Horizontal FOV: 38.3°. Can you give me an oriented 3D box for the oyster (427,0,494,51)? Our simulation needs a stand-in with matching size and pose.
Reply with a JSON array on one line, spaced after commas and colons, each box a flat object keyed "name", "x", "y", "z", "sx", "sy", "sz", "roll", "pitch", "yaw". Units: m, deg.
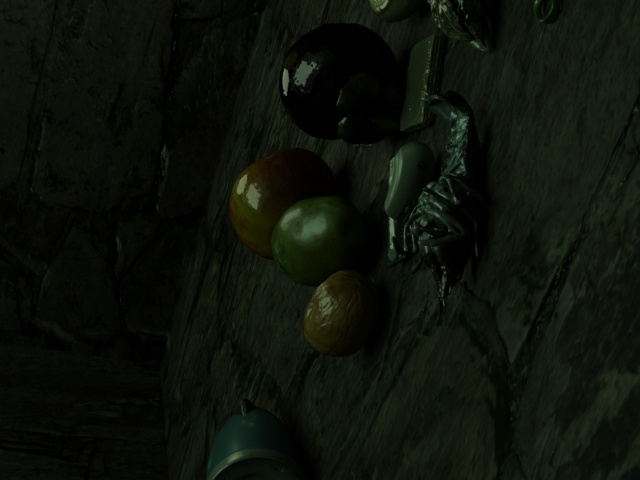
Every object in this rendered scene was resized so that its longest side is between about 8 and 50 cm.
[{"name": "oyster", "x": 0.279, "y": -0.520, "z": 1.814, "sx": 0.162, "sy": 0.158, "sz": 0.351, "roll": 43, "pitch": -143, "yaw": -61}]

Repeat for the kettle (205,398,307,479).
[{"name": "kettle", "x": -0.161, "y": 0.588, "z": 2.351, "sx": 0.342, "sy": 0.247, "sz": 0.319, "roll": -107, "pitch": 7, "yaw": -69}]

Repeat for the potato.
[{"name": "potato", "x": 0.000, "y": 0.003, "z": 2.192, "sx": 0.304, "sy": 0.216, "sz": 0.215, "roll": 166, "pitch": 114, "yaw": -66}]

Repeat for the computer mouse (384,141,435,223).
[{"name": "computer mouse", "x": 0.185, "y": -0.111, "z": 1.902, "sx": 0.056, "sy": 0.089, "sz": 0.181, "roll": -121, "pitch": 44, "yaw": -62}]

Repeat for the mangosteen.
[{"name": "mangosteen", "x": 0.054, "y": -0.359, "z": 2.149, "sx": 0.311, "sy": 0.311, "sz": 0.311, "roll": -169, "pitch": 90, "yaw": -72}]

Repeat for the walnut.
[{"name": "walnut", "x": 0.049, "y": 0.166, "z": 2.041, "sx": 0.165, "sy": 0.165, "sz": 0.197, "roll": -115, "pitch": 40, "yaw": -61}]

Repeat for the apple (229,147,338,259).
[{"name": "apple", "x": -0.087, "y": -0.085, "z": 2.419, "sx": 0.301, "sy": 0.302, "sz": 0.301, "roll": -169, "pitch": 90, "yaw": -72}]

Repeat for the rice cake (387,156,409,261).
[{"name": "rice cake", "x": 0.168, "y": -0.068, "z": 2.001, "sx": 0.045, "sy": 0.042, "sz": 0.245, "roll": 127, "pitch": 148, "yaw": -58}]

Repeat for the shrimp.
[{"name": "shrimp", "x": 0.224, "y": -0.076, "z": 1.686, "sx": 0.221, "sy": 0.166, "sz": 0.410, "roll": 148, "pitch": 142, "yaw": -68}]

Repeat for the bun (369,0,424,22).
[{"name": "bun", "x": 0.194, "y": -0.610, "z": 2.120, "sx": 0.222, "sy": 0.127, "sz": 0.222, "roll": 178, "pitch": 90, "yaw": -71}]

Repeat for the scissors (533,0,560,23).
[{"name": "scissors", "x": 0.380, "y": -0.456, "z": 1.622, "sx": 0.204, "sy": 0.027, "sz": 0.101, "roll": -112, "pitch": 38, "yaw": -55}]

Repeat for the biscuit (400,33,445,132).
[{"name": "biscuit", "x": 0.220, "y": -0.341, "z": 2.009, "sx": 0.121, "sy": 0.041, "sz": 0.199, "roll": 170, "pitch": 109, "yaw": -72}]
